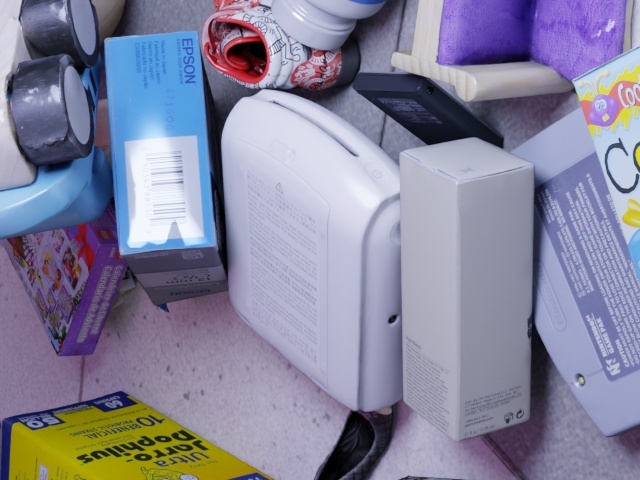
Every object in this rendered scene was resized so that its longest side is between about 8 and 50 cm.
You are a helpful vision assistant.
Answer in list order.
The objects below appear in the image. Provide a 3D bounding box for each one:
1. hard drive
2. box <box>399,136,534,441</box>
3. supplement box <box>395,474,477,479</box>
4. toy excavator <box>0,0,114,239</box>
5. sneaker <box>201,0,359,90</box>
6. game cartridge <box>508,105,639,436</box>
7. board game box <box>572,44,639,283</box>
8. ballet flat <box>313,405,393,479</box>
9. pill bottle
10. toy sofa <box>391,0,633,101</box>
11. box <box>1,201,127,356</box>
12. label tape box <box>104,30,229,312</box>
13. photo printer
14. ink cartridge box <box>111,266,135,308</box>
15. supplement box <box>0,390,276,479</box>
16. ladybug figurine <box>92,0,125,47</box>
[{"bbox_3d":[0.108,-0.128,1.546,0.094,0.135,0.022,8,71,47],"label":"hard drive"},{"bbox_3d":[0.142,0.047,1.503,0.113,0.094,0.275,35,131,55],"label":"box"},{"bbox_3d":[0.162,0.322,1.612,0.239,0.073,0.130,-7,92,49],"label":"supplement box"},{"bbox_3d":[-0.320,-0.107,1.752,0.445,0.222,0.433,74,-171,-45],"label":"toy excavator"},{"bbox_3d":[-0.087,-0.260,1.721,0.270,0.145,0.090,47,128,32],"label":"sneaker"},{"bbox_3d":[0.274,0.026,1.448,0.196,0.060,0.294,-31,74,43],"label":"game cartridge"},{"bbox_3d":[0.345,-0.036,1.288,0.142,0.144,0.275,-25,78,48],"label":"board game box"},{"bbox_3d":[0.038,0.235,1.748,0.057,0.049,0.173,43,127,33],"label":"ballet flat"},{"bbox_3d":[0.034,-0.310,1.596,0.124,0.124,0.221,56,133,25],"label":"pill bottle"},{"bbox_3d":[0.193,-0.311,1.401,0.177,0.150,0.362,25,115,44],"label":"toy sofa"},{"bbox_3d":[-0.357,-0.013,2.101,0.293,0.057,0.201,56,134,38],"label":"box"},{"bbox_3d":[-0.170,-0.068,1.809,0.347,0.115,0.249,79,-175,-76],"label":"label tape box"},{"bbox_3d":[0.000,0.000,1.645,0.256,0.107,0.307,37,141,38],"label":"photo printer"},{"bbox_3d":[-0.280,0.050,2.080,0.048,0.028,0.083,-29,76,48],"label":"ink cartridge box"},{"bbox_3d":[-0.236,0.354,1.967,0.357,0.194,0.195,22,113,43],"label":"supplement box"},{"bbox_3d":[-0.393,-0.347,2.004,0.449,0.162,0.305,33,104,48],"label":"ladybug figurine"}]
